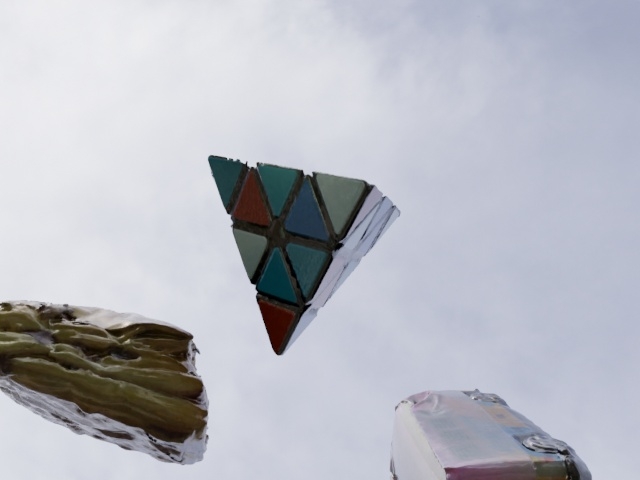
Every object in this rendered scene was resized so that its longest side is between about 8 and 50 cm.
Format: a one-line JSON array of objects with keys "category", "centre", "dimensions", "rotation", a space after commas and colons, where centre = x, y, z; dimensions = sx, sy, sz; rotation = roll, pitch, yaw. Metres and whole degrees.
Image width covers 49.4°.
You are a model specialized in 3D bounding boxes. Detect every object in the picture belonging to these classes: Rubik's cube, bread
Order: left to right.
[{"category": "bread", "centre": [-0.294, 0.190, 0.993], "dimensions": [0.324, 0.167, 0.277], "rotation": [21, -29, 0]}, {"category": "Rubik's cube", "centre": [0.000, 0.000, 0.819], "dimensions": [0.284, 0.234, 0.250], "rotation": [20, -111, -17]}]

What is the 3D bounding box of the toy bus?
[{"category": "toy bus", "centre": [0.192, 0.300, 0.917], "dimensions": [0.162, 0.386, 0.171], "rotation": [7, -89, -4]}]
